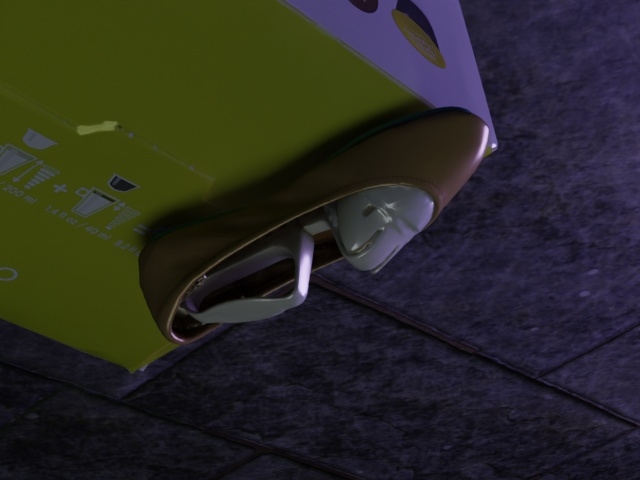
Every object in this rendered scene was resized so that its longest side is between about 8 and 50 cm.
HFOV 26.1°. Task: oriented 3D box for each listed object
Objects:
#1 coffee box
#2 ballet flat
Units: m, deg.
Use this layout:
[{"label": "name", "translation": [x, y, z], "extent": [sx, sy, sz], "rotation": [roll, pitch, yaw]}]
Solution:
[{"label": "coffee box", "translation": [-0.140, -0.165, 0.901], "extent": [0.338, 0.334, 0.337], "rotation": [-32, 139, 29]}, {"label": "ballet flat", "translation": [0.000, 0.000, 0.812], "extent": [0.232, 0.073, 0.080], "rotation": [-25, 143, 17]}]
